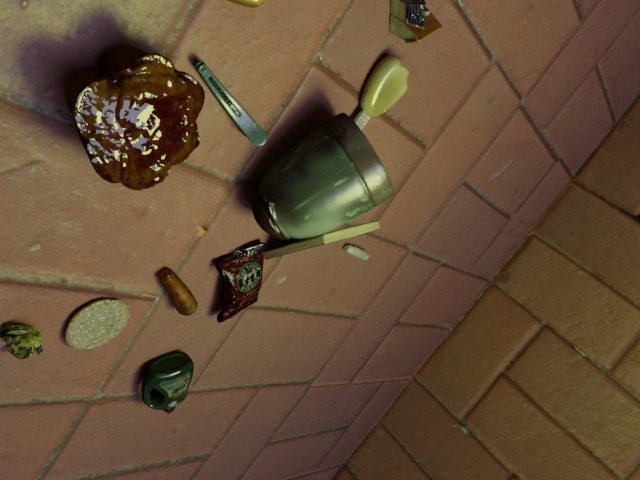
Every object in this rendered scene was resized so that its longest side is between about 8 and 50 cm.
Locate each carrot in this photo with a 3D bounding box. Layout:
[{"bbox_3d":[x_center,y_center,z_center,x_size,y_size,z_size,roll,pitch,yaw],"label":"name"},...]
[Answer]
[{"bbox_3d":[-0.348,0.125,1.373,0.055,0.055,0.161,-36,139,-17],"label":"carrot"}]

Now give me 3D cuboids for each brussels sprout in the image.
[{"bbox_3d":[-0.608,0.200,1.144,0.085,0.058,0.085,-4,143,-3],"label":"brussels sprout"}]

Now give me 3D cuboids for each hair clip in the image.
[{"bbox_3d":[-0.187,-0.277,1.129,0.039,0.070,0.229,-43,140,0],"label":"hair clip"}]

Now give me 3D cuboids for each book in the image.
[{"bbox_3d":[0.000,0.000,1.501,0.202,0.027,0.264,-14,180,-40],"label":"book"}]

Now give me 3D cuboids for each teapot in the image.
[{"bbox_3d":[-0.013,-0.119,1.371,0.312,0.233,0.315,-31,169,0],"label":"teapot"}]

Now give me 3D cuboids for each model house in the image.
[{"bbox_3d":[0.222,-0.517,1.293,0.088,0.100,0.100,-34,145,-20],"label":"model house"}]

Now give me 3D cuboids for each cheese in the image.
[{"bbox_3d":[0.131,-0.341,1.427,0.255,0.050,0.127,-54,149,13],"label":"cheese"}]

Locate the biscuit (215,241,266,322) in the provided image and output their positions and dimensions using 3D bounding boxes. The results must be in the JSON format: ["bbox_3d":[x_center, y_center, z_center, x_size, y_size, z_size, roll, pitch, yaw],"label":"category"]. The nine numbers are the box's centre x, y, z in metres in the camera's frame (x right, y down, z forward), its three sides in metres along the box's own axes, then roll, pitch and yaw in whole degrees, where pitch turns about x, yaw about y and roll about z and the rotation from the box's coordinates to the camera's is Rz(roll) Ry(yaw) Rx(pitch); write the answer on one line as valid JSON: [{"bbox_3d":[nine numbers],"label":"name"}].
[{"bbox_3d":[-0.215,0.118,1.508,0.151,0.063,0.235,-32,142,-42],"label":"biscuit"}]

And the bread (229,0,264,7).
[{"bbox_3d":[-0.157,-0.470,0.902,0.217,0.098,0.147,6,121,-49],"label":"bread"}]

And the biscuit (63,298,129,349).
[{"bbox_3d":[-0.507,0.190,1.280,0.152,0.020,0.152,-31,144,-26],"label":"biscuit"}]

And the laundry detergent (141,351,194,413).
[{"bbox_3d":[-0.429,0.412,1.563,0.144,0.078,0.221,-14,138,-38],"label":"laundry detergent"}]

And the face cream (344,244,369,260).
[{"bbox_3d":[0.115,0.037,1.828,0.034,0.034,0.130,-53,148,9],"label":"face cream"}]

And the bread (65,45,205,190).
[{"bbox_3d":[-0.308,-0.210,0.973,0.232,0.135,0.246,-35,145,-19],"label":"bread"}]
